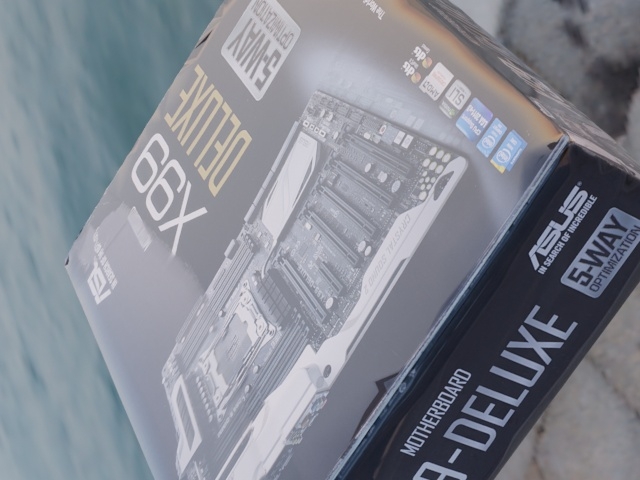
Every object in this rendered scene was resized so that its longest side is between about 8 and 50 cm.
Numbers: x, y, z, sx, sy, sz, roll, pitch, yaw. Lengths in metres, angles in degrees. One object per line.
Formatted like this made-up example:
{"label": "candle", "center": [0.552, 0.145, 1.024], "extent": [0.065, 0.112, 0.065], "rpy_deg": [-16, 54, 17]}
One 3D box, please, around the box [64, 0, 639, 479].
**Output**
{"label": "box", "center": [0.000, 0.000, 0.720], "extent": [0.242, 0.076, 0.307], "rpy_deg": [-56, 33, 15]}
